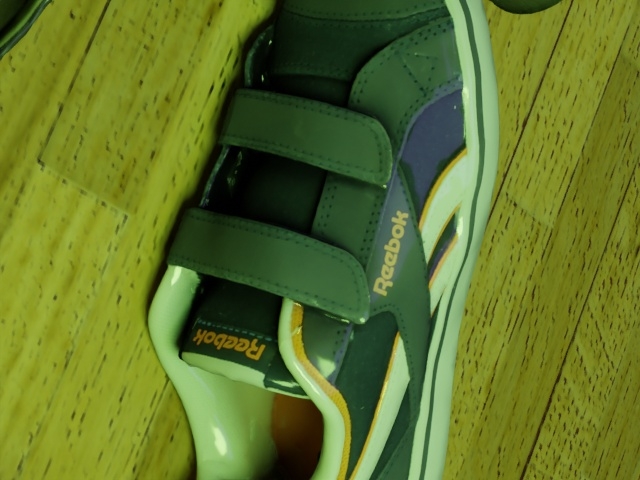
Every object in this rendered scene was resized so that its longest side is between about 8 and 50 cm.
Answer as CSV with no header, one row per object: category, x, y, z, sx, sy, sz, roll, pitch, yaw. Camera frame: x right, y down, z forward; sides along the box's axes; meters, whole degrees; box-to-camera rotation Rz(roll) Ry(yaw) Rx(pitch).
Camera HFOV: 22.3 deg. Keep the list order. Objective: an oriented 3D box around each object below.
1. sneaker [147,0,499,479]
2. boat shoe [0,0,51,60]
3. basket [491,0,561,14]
sneaker,0.000,0.000,0.768,0.127,0.126,0.321,-6,101,-45
boat shoe,-0.152,-0.083,0.643,0.152,0.049,0.056,-56,133,-21
basket,0.003,-0.203,0.653,0.227,0.204,0.154,17,110,-18
